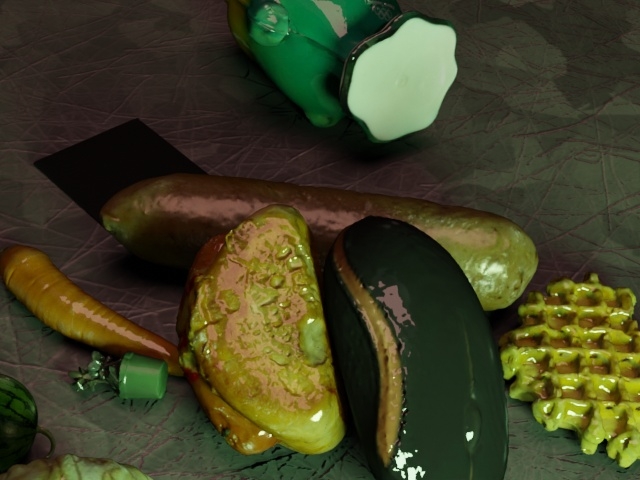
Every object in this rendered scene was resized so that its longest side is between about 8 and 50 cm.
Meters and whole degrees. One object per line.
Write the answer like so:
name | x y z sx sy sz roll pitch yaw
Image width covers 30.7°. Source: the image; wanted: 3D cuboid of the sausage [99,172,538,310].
sausage | 0.000 -0.001 1.340 0.501 0.123 0.136 8 14 -1

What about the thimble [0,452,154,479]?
thimble | -0.227 0.276 0.992 0.191 0.137 0.143 -8 45 3

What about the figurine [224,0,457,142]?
figurine | 0.007 -0.285 1.606 0.324 0.231 0.340 6 26 -42

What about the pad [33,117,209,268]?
pad | -0.222 -0.067 1.467 0.170 0.006 0.245 -30 54 -34

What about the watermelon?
watermelon | -0.315 0.174 1.115 0.109 0.109 0.109 5 42 -4

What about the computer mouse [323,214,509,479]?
computer mouse | 0.102 0.116 1.158 0.183 0.116 0.323 7 60 -43

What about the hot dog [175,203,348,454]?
hot dog | -0.067 0.096 1.182 0.153 0.150 0.256 -12 69 4

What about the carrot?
carrot | -0.254 0.083 1.262 0.271 0.066 0.062 32 86 21

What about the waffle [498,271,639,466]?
waffle | 0.327 0.141 1.294 0.253 0.056 0.249 26 45 21

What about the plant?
plant | -0.212 0.138 1.210 0.102 0.051 0.051 5 41 5
